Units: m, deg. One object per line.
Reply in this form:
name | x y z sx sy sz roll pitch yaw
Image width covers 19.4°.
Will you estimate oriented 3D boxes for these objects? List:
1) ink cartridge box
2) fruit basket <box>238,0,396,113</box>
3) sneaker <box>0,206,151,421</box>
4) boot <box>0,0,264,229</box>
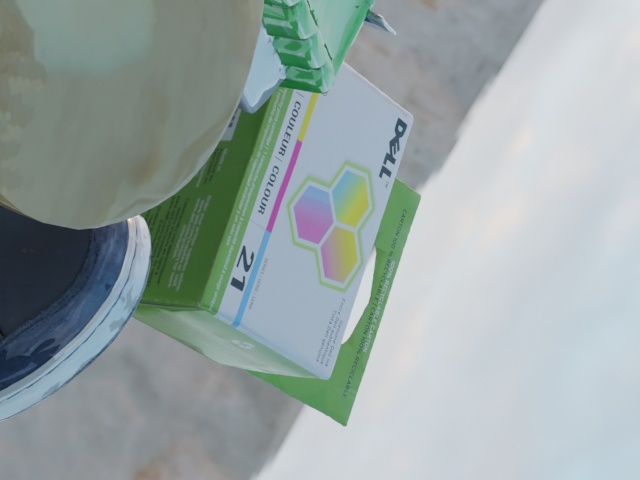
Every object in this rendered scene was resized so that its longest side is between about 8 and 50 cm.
ink cartridge box | 0.000 0.000 1.212 0.097 0.255 0.188 4 -110 42
fruit basket | -0.139 -0.189 0.876 0.327 0.353 0.165 60 49 -79
sneaker | -0.189 0.012 0.668 0.226 0.163 0.086 -17 -119 17
boot | -0.120 -0.153 0.421 0.104 0.295 0.211 -25 -160 -28
